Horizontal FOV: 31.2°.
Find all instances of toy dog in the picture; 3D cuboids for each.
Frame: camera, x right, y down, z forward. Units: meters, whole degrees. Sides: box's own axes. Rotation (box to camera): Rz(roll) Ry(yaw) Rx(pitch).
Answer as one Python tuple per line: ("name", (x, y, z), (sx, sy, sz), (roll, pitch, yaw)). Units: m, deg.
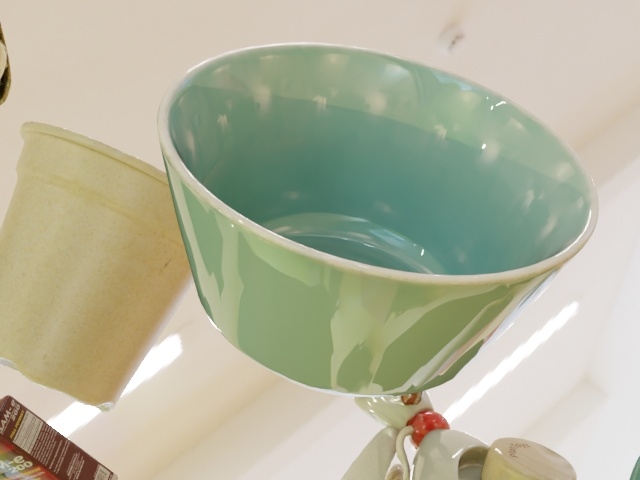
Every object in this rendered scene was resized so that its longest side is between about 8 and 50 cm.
("toy dog", (0.087, 0.217, 1.110), (0.161, 0.334, 0.220), (12, -93, -30))

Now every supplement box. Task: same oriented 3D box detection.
("supplement box", (-0.447, 0.345, 1.775), (0.239, 0.130, 0.073), (45, -140, -29))

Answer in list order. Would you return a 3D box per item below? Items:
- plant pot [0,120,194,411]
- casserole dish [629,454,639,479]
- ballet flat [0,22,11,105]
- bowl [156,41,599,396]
("plant pot", (-0.320, 0.052, 1.554), (0.305, 0.334, 0.334), (-65, -25, -11))
("casserole dish", (0.310, 0.187, 0.894), (0.188, 0.037, 0.114), (5, -76, -40))
("ballet flat", (-0.517, -0.344, 1.669), (0.123, 0.123, 0.348), (-30, -44, -34))
("bowl", (0.029, -0.003, 0.838), (0.312, 0.311, 0.163), (-23, -43, -42))
